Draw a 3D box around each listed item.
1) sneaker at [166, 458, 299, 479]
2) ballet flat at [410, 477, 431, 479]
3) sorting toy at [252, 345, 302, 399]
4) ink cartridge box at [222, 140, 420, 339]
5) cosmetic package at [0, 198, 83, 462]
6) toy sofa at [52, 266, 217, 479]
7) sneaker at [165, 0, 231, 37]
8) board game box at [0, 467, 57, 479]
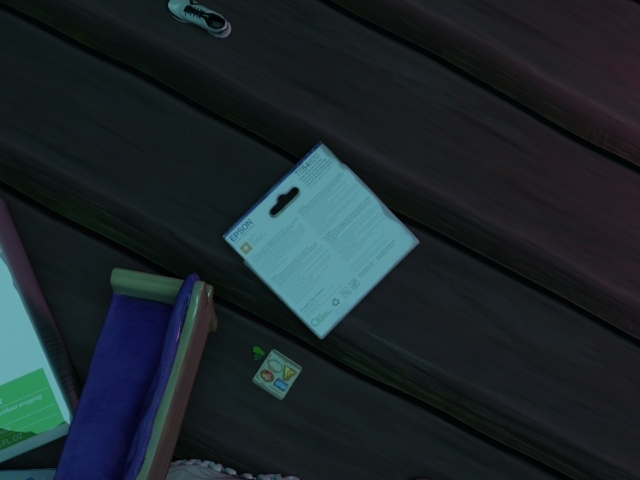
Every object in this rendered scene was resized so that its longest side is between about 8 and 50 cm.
[{"bbox_3d":[-0.147,0.391,1.631,0.292,0.118,0.110,4,88,-4],"label":"sneaker"},{"bbox_3d":[0.094,0.467,1.679,0.250,0.058,0.084,-43,92,-6],"label":"ballet flat"},{"bbox_3d":[-0.078,0.201,1.699,0.083,0.012,0.062,34,84,-3],"label":"sorting toy"},{"bbox_3d":[0.000,0.000,1.701,0.223,0.045,0.224,-44,91,-7],"label":"ink cartridge box"},{"bbox_3d":[-0.495,0.134,1.590,0.196,0.155,0.366,-24,90,-3],"label":"cosmetic package"},{"bbox_3d":[-0.259,0.215,1.482,0.150,0.177,0.363,10,62,7],"label":"toy sofa"},{"bbox_3d":[-0.189,-0.353,1.703,0.109,0.044,0.040,22,87,-2],"label":"sneaker"},{"bbox_3d":[-0.532,0.475,1.521,0.317,0.066,0.319,-1,47,-5],"label":"board game box"}]
